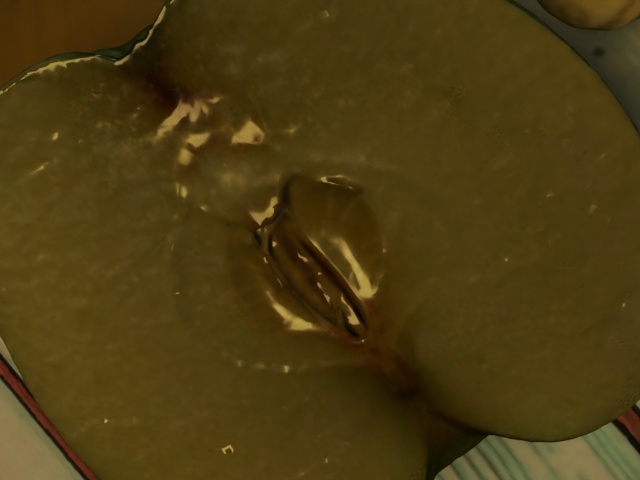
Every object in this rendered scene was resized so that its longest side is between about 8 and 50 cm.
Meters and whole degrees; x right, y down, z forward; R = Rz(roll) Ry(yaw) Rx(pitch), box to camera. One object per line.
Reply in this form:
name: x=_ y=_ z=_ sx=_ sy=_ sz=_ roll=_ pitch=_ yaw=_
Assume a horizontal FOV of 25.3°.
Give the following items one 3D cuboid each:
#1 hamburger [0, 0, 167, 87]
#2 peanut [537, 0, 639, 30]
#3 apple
hamburger: x=-0.235 y=-0.090 z=0.955 sx=0.237 sy=0.276 sz=0.276 roll=19 pitch=115 yaw=41
peanut: x=0.169 y=-0.254 z=0.780 sx=0.125 sy=0.111 sz=0.274 roll=39 pitch=121 yaw=53
apple: x=0.000 y=0.000 z=0.823 sx=0.360 sy=0.320 sz=0.312 roll=53 pitch=152 yaw=-16
